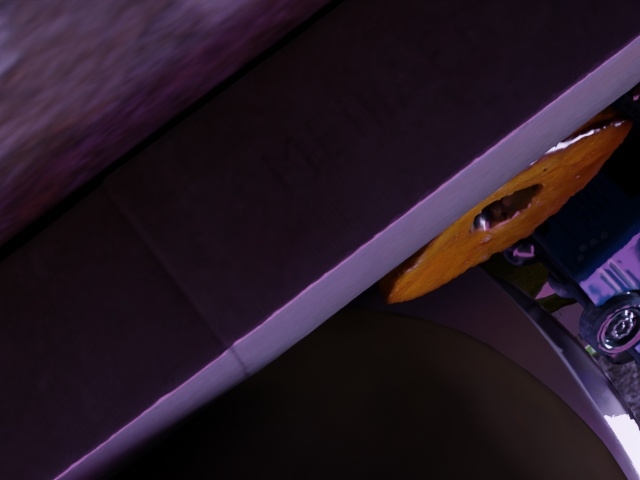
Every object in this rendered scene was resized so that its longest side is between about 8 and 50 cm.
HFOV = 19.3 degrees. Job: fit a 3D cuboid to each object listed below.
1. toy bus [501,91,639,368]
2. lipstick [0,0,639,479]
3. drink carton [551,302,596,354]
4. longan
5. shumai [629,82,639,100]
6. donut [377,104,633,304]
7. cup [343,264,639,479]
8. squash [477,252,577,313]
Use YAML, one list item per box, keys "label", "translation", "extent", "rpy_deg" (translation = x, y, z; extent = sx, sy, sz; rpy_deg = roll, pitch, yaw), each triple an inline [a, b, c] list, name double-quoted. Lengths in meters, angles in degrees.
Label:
- label: "toy bus"
  translation: [0.215, 0.021, 1.150]
  extent: [0.134, 0.113, 0.246]
  rpy_deg: [-45, 133, 5]
- label: "lipstick"
  translation: [0.001, -0.023, 0.659]
  extent: [0.371, 0.076, 0.080]
  rpy_deg: [-37, 170, -4]
- label: "drink carton"
  translation: [0.250, 0.000, 1.465]
  extent: [0.161, 0.108, 0.271]
  rpy_deg: [-43, 168, 26]
- label: "longan"
  translation: [-0.029, 0.193, 0.777]
  extent: [0.361, 0.361, 0.361]
  rpy_deg: [-36, 169, -8]
- label: "shumai"
  translation: [0.269, -0.105, 0.984]
  extent: [0.283, 0.217, 0.346]
  rpy_deg: [13, 102, -26]
- label: "donut"
  translation: [0.077, -0.031, 0.912]
  extent: [0.152, 0.058, 0.152]
  rpy_deg: [-37, 168, -9]
- label: "cup"
  translation: [-0.003, 0.187, 1.075]
  extent: [0.372, 0.253, 0.253]
  rpy_deg: [-32, 168, -10]
- label: "squash"
  translation: [0.232, -0.061, 1.226]
  extent: [0.331, 0.087, 0.087]
  rpy_deg: [-40, 169, 8]
